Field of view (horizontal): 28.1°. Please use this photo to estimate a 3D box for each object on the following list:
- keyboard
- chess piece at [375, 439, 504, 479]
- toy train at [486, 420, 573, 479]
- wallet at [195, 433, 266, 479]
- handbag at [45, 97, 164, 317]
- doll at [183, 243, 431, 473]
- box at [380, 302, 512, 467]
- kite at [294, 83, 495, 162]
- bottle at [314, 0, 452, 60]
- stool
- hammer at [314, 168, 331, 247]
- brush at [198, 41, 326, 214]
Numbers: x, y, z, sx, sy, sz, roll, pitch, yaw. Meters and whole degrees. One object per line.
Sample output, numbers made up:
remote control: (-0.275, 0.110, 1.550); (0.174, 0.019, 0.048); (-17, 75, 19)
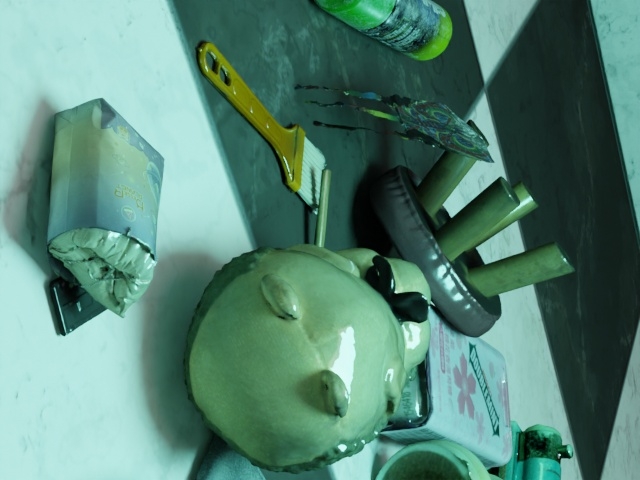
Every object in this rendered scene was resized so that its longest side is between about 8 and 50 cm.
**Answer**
keyboard: (-0.205, 0.041, 1.197); (0.155, 0.010, 0.053); (-35, 116, -62)
chess piece: (0.213, 0.372, 1.785); (0.298, 0.176, 0.176); (19, 66, -56)
toy train: (0.300, 0.419, 1.968); (0.120, 0.194, 0.298); (54, 37, -45)
wallet: (-0.082, 0.325, 1.359); (0.222, 0.036, 0.167); (66, 30, -32)
handbag: (-0.188, -0.028, 1.144); (0.117, 0.095, 0.173); (45, 36, -48)
doll: (0.004, 0.112, 1.365); (0.349, 0.247, 0.247); (5, 80, -73)
box: (0.170, 0.212, 1.839); (0.370, 0.112, 0.190); (35, 48, -57)
kite: (0.097, -0.160, 1.667); (0.285, 0.015, 0.152); (5, 34, -32)
bottle: (0.092, -0.331, 1.826); (0.330, 0.093, 0.093); (7, 78, -65)
stool: (0.211, -0.016, 1.796); (0.272, 0.178, 0.272); (50, 15, -18)
hammer: (0.000, 0.000, 1.612); (0.062, 0.017, 0.182); (26, 69, -64)
brush: (-0.067, -0.140, 1.534); (0.314, 0.017, 0.090); (47, 41, -52)
